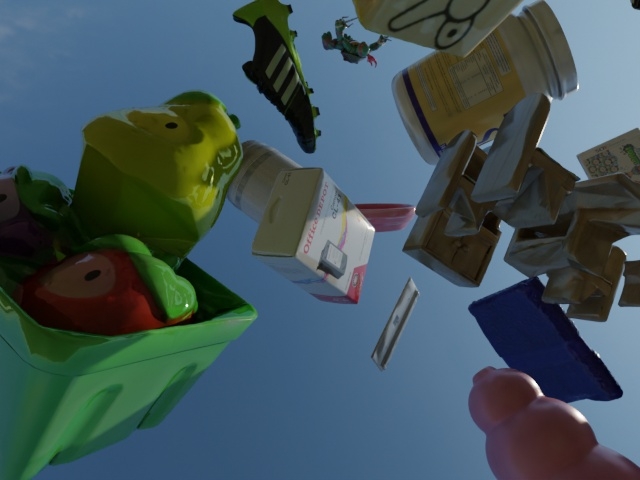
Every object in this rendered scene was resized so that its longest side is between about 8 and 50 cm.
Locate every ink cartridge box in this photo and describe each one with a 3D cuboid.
[{"bbox_3d":[0.000,0.000,1.002,0.131,0.306,0.227,3,-113,33],"label":"ink cartridge box"}]

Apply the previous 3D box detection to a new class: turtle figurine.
[{"bbox_3d":[0.104,-0.614,1.281,0.175,0.118,0.234,12,-163,-33],"label":"turtle figurine"}]

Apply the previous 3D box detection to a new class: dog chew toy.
[{"bbox_3d":[0.373,0.360,0.677,0.206,0.207,0.332,-23,-129,-13],"label":"dog chew toy"}]

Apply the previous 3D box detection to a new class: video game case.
[{"bbox_3d":[0.742,-0.175,1.015,0.143,0.019,0.158,-25,-100,18],"label":"video game case"}]

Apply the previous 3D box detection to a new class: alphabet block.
[{"bbox_3d":[0.147,-0.365,0.467,0.192,0.197,0.194,-1,-111,-32],"label":"alphabet block"}]

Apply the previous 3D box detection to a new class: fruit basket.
[{"bbox_3d":[-0.237,-0.021,0.442,0.391,0.282,0.393,-2,-96,23],"label":"fruit basket"}]

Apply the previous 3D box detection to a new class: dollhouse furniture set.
[{"bbox_3d":[0.349,-0.063,0.692,0.361,0.394,0.257,31,-103,-14],"label":"dollhouse furniture set"}]

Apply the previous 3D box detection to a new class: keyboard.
[{"bbox_3d":[0.200,0.216,1.083,0.014,0.072,0.256,-2,-135,45],"label":"keyboard"}]

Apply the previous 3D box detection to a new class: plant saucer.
[{"bbox_3d":[0.182,-0.084,1.490,0.331,0.332,0.084,-3,-82,-4],"label":"plant saucer"}]

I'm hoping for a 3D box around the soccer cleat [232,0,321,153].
[{"bbox_3d":[-0.049,-0.186,0.488,0.072,0.060,0.179,-19,-69,-4],"label":"soccer cleat"}]

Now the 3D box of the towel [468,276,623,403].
[{"bbox_3d":[0.523,0.243,0.986,0.076,0.227,0.308,-29,-99,-34],"label":"towel"}]

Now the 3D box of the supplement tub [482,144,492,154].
[{"bbox_3d":[0.633,-0.231,1.440,0.193,0.194,0.316,16,-158,5],"label":"supplement tub"}]

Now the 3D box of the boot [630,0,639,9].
[{"bbox_3d":[0.547,-0.482,0.652,0.091,0.229,0.263,16,-121,31],"label":"boot"}]

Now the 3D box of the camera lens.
[{"bbox_3d":[-0.145,-0.153,1.261,0.274,0.219,0.219,36,-112,15],"label":"camera lens"}]

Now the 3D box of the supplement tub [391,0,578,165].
[{"bbox_3d":[0.352,-0.340,0.919,0.331,0.241,0.241,-23,-118,26],"label":"supplement tub"}]
